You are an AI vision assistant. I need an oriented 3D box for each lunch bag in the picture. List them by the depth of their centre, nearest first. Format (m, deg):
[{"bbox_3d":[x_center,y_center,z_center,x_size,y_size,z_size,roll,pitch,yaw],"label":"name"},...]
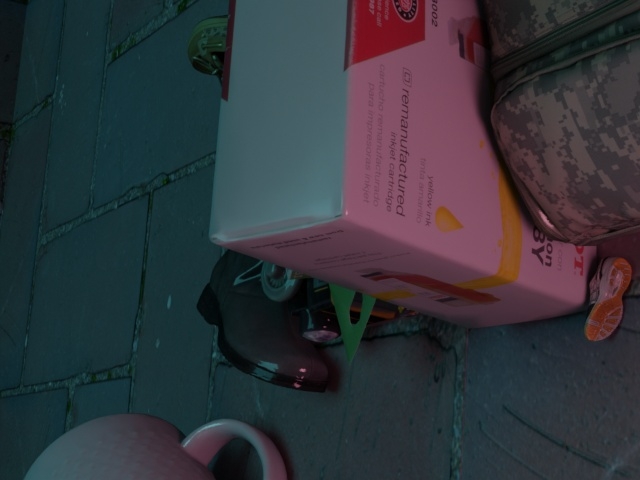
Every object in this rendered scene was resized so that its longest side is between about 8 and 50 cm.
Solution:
[{"bbox_3d":[0.291,-0.137,1.146,0.305,0.213,0.256,-18,75,57],"label":"lunch bag"}]

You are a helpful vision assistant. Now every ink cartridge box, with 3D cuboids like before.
[{"bbox_3d":[0.095,-0.094,1.279,0.160,0.385,0.279,-11,69,40],"label":"ink cartridge box"},{"bbox_3d":[0.000,0.000,1.507,0.171,0.056,0.235,106,157,-58],"label":"ink cartridge box"}]

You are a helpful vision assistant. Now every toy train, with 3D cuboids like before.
[{"bbox_3d":[0.032,-0.045,1.682,0.190,0.142,0.334,-18,62,46],"label":"toy train"}]

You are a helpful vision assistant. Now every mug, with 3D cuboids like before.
[{"bbox_3d":[-0.201,0.401,1.854,0.374,0.276,0.328,-45,39,0],"label":"mug"}]

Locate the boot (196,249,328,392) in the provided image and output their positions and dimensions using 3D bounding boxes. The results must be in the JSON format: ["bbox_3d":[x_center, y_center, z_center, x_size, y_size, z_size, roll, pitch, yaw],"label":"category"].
[{"bbox_3d":[-0.060,0.048,1.840,0.338,0.118,0.222,40,110,54],"label":"boot"}]

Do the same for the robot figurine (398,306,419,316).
[{"bbox_3d":[0.109,-0.061,1.499,0.085,0.211,0.291,-6,75,21],"label":"robot figurine"}]

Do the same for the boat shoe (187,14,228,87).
[{"bbox_3d":[-0.124,-0.288,2.078,0.285,0.105,0.089,-14,66,59],"label":"boat shoe"}]

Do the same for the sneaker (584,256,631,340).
[{"bbox_3d":[0.269,0.055,1.303,0.083,0.032,0.037,-69,19,4],"label":"sneaker"}]
